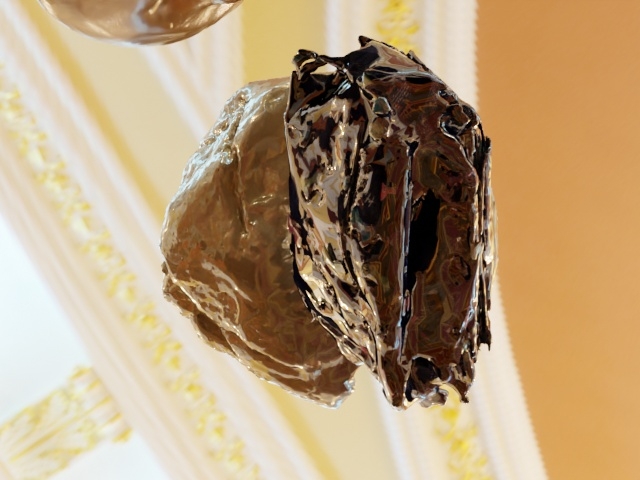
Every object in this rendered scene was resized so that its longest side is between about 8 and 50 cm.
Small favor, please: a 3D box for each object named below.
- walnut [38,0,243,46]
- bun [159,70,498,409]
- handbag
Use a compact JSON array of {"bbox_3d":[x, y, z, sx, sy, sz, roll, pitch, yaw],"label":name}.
[{"bbox_3d":[-0.089,-0.311,1.039,0.383,0.383,0.384,6,-74,19],"label":"walnut"},{"bbox_3d":[-0.008,-0.012,1.352,0.204,0.281,0.282,0,-73,54],"label":"bun"},{"bbox_3d":[0.050,-0.010,1.098,0.113,0.162,0.260,-14,-57,-20],"label":"handbag"}]
